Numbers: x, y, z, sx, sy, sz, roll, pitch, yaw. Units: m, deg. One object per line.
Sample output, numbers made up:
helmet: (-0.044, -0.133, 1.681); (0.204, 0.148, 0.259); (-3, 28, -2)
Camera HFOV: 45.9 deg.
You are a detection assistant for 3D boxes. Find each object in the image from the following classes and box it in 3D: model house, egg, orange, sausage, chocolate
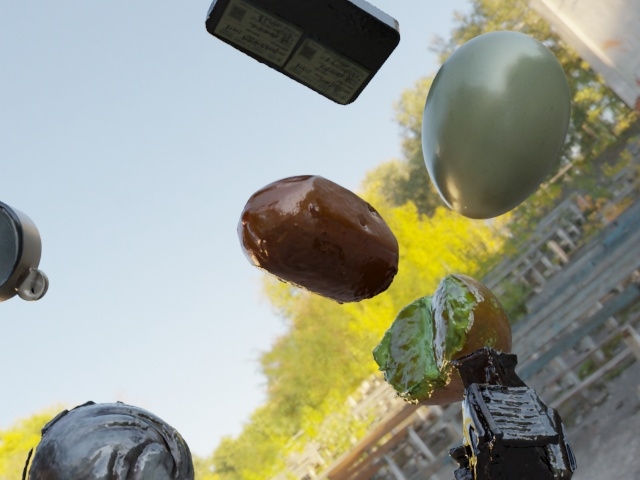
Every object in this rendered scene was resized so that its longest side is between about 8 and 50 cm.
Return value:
model house: (0.200, 0.219, 0.867); (0.141, 0.164, 0.203); (-45, 16, 18)
egg: (0.227, -0.151, 0.998); (0.188, 0.188, 0.254); (59, -135, -75)
orange: (0.202, 0.157, 1.175); (0.158, 0.179, 0.237); (15, -39, -23)
sausage: (0.001, -0.001, 1.091); (0.141, 0.153, 0.268); (-39, -42, 25)
chocolate: (-0.351, 0.424, 1.362); (0.213, 0.303, 0.303); (-19, 1, 39)

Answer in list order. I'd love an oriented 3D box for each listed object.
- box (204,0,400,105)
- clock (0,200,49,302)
box: (-0.034, -0.420, 1.490); (0.211, 0.350, 0.058); (-48, 27, 36)
clock: (-0.496, 0.016, 1.112); (0.156, 0.229, 0.063); (-54, -17, -6)
